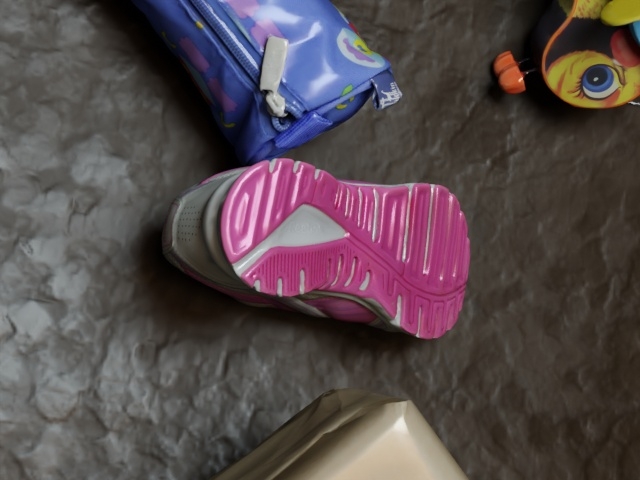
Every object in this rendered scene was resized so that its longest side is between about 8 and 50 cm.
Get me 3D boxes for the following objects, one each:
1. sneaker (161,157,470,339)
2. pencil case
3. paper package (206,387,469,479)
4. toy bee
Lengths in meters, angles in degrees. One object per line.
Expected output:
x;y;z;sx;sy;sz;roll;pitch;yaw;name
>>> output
0.000;0.000;1.057;0.252;0.111;0.103;19;80;-45;sneaker
-0.080;-0.185;1.037;0.119;0.133;0.306;-34;96;14;pencil case
0.004;0.292;0.925;0.309;0.168;0.325;-36;97;-7;paper package
0.204;-0.157;1.149;0.162;0.195;0.298;-6;94;-1;toy bee
